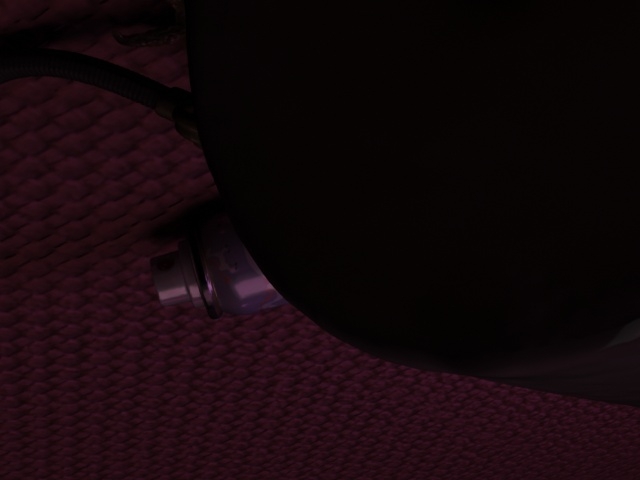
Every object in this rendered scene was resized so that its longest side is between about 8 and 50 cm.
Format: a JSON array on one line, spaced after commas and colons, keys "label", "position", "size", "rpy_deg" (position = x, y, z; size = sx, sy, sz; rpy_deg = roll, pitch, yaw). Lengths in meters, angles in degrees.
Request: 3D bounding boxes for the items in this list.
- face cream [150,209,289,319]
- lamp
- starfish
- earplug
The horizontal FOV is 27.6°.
[{"label": "face cream", "position": [0.000, 0.000, 0.882], "size": [0.229, 0.075, 0.075], "rpy_deg": [-16, 153, -1]}, {"label": "lamp", "position": [-0.146, -0.034, 0.739], "size": [0.283, 0.124, 0.203], "rpy_deg": [-26, 171, 14]}, {"label": "starfish", "position": [-0.067, -0.114, 0.699], "size": [0.092, 0.016, 0.086], "rpy_deg": [-13, 152, -16]}, {"label": "earplug", "position": [0.175, -0.071, 0.598], "size": [0.313, 0.312, 0.394], "rpy_deg": [-31, 151, 28]}]
